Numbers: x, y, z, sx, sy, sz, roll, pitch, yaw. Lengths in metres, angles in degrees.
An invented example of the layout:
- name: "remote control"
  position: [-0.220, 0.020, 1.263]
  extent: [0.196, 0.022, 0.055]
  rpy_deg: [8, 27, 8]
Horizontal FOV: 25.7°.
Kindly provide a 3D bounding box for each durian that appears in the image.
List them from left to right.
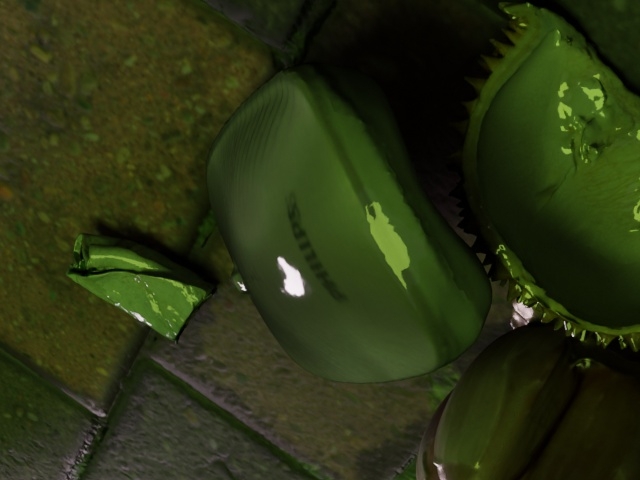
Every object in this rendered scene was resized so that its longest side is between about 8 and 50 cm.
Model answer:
- name: "durian"
  position: [0.160, -0.017, 0.833]
  extent: [0.252, 0.144, 0.139]
  rpy_deg: [45, 115, -1]

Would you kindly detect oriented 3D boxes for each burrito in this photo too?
- name: "burrito"
  position: [-0.145, 0.031, 1.111]
  extent: [0.118, 0.044, 0.074]
  rpy_deg: [32, 135, 3]

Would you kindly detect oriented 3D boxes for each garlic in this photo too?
- name: "garlic"
  position: [0.173, 0.155, 0.938]
  extent: [0.214, 0.191, 0.160]
  rpy_deg: [27, 163, -6]

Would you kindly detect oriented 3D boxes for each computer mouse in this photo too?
- name: "computer mouse"
  position: [-0.006, 0.003, 0.874]
  extent: [0.197, 0.095, 0.331]
  rpy_deg: [63, 160, 1]
